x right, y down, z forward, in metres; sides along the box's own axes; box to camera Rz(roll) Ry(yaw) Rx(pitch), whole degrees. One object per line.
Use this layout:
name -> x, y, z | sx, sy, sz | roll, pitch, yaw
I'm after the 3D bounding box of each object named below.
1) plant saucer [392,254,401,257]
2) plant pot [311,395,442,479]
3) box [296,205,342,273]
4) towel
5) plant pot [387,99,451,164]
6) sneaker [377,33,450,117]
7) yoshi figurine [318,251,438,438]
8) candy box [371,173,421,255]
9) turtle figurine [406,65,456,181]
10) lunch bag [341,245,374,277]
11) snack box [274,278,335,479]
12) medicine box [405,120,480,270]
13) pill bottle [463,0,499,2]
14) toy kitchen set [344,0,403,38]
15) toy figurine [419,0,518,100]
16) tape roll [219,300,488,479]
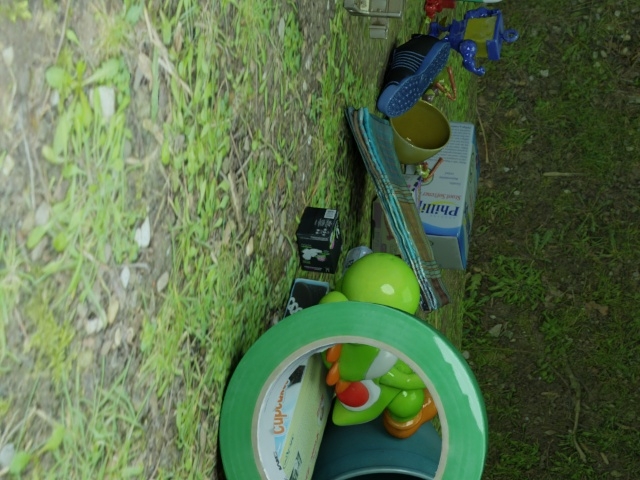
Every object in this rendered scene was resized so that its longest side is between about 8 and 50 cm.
plant saucer -> 0.090, 0.138, 1.843 | 0.259, 0.048, 0.258 | -65, 166, 3
plant pot -> 0.098, 0.383, 1.719 | 0.255, 0.272, 0.271 | -90, 177, -54
box -> 0.000, 0.000, 1.537 | 0.083, 0.052, 0.062 | 82, 20, -46
towel -> 0.147, -0.054, 1.807 | 0.271, 0.040, 0.370 | 0, 68, -76
plant pot -> 0.188, -0.210, 2.091 | 0.095, 0.134, 0.134 | 120, -10, -52
sneaker -> 0.165, -0.331, 2.031 | 0.232, 0.091, 0.081 | -47, 148, -32
yoshi figurine -> 0.096, 0.142, 1.498 | 0.362, 0.204, 0.203 | 65, 17, -58
candy box -> 0.159, -0.034, 2.130 | 0.196, 0.070, 0.164 | -55, 148, -64
turtle figurine -> 0.224, -0.269, 2.257 | 0.217, 0.087, 0.269 | 2, 103, -69
lunch bag -> 0.068, 0.054, 1.838 | 0.083, 0.053, 0.071 | 87, 17, -68
snack box -> -0.036, 0.238, 1.478 | 0.187, 0.060, 0.321 | 78, 22, -48
medicine box -> 0.289, -0.106, 2.465 | 0.263, 0.149, 0.289 | 59, 39, -68
pill bottle -> 0.160, -0.422, 1.353 | 0.204, 0.361, 0.204 | 6, 90, -76
toy kitchen set -> 0.085, -0.367, 1.654 | 0.075, 0.083, 0.068 | -1, 97, -76
toy figurine -> 0.362, -0.493, 2.443 | 0.191, 0.217, 0.362 | 80, 21, -49
tape roll -> 0.041, 0.234, 1.241 | 0.077, 0.321, 0.321 | 21, 75, -76
